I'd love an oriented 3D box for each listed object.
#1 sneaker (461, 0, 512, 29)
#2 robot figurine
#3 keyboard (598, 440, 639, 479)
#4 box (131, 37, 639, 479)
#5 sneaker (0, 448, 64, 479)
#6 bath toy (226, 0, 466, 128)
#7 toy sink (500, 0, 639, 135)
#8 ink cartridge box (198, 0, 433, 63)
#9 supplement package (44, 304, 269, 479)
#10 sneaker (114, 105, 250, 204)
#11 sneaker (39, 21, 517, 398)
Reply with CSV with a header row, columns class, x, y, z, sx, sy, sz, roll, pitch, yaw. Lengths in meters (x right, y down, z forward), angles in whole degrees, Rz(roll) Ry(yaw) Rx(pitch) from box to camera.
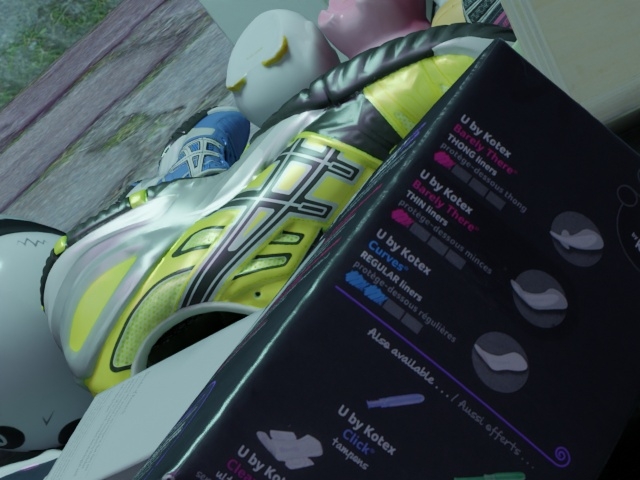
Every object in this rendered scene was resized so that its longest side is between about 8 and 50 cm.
class,x,y,z,sx,sy,sz,roll,pitch,yaw
sneaker,0.231,-0.184,1.064,0.299,0.112,0.121,-5,7,36
robot figurine,-0.243,0.071,1.279,0.209,0.173,0.278,-50,19,-10
keyboard,0.200,0.071,0.645,0.192,0.038,0.100,-33,42,17
box,0.035,0.072,0.706,0.270,0.143,0.165,-53,3,-34
sneaker,-0.195,0.204,0.988,0.153,0.094,0.235,-23,24,44
bath toy,0.075,-0.165,1.292,0.348,0.129,0.151,-25,42,38
toy sink,0.186,-0.143,0.921,0.234,0.131,0.153,-27,-6,37
ink cartridge box,-0.001,-0.267,1.605,0.168,0.171,0.232,-33,18,20
supplement package,-0.048,0.119,0.879,0.179,0.105,0.105,-29,20,32
sneaker,-0.106,-0.052,1.482,0.081,0.080,0.211,-2,37,28
sneaker,0.000,0.000,1.086,0.385,0.145,0.147,-33,51,9
